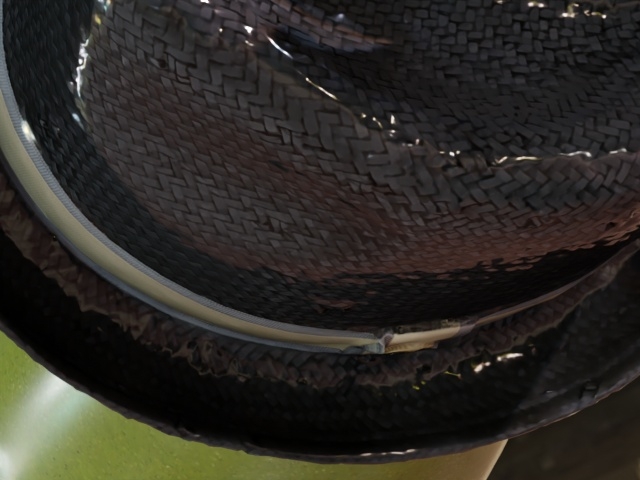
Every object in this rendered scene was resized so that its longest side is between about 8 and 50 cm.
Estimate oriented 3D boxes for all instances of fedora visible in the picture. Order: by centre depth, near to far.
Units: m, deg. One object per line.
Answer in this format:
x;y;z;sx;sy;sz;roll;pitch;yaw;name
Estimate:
0.029;-0.077;0.616;0.334;0.334;0.152;-23;3;-18;fedora

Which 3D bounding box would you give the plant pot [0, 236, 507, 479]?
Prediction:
0.000;0.000;0.858;0.275;0.274;0.293;-21;-21;-32;plant pot
